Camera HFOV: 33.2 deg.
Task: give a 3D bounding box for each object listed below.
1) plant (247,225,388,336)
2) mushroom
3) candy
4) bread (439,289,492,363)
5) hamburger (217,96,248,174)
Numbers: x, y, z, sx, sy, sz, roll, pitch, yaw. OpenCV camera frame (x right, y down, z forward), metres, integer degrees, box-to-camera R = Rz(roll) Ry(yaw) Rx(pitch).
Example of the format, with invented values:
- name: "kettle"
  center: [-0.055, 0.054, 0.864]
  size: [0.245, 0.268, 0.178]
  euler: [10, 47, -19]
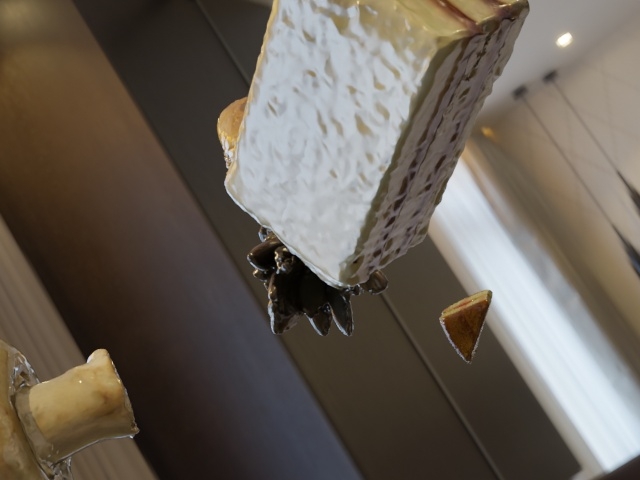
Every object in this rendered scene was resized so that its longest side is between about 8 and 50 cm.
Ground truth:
- name: "plant"
  center: [0.000, 0.000, 1.636]
  size: [0.182, 0.194, 0.320]
  euler: [-37, 25, 25]
- name: "mushroom"
  center: [-0.392, 0.248, 1.408]
  size: [0.290, 0.297, 0.297]
  euler: [-25, -13, -4]
- name: "candy"
  center: [0.036, -0.117, 0.953]
  size: [0.135, 0.179, 0.320]
  euler: [-31, -25, -36]
- name: "bread"
  center: [0.192, 0.111, 1.449]
  size: [0.043, 0.062, 0.109]
  euler: [-48, -29, -59]
- name: "hamburger"
  center: [-0.051, -0.195, 2.065]
  size: [0.319, 0.319, 0.158]
  euler: [-23, -53, -34]
